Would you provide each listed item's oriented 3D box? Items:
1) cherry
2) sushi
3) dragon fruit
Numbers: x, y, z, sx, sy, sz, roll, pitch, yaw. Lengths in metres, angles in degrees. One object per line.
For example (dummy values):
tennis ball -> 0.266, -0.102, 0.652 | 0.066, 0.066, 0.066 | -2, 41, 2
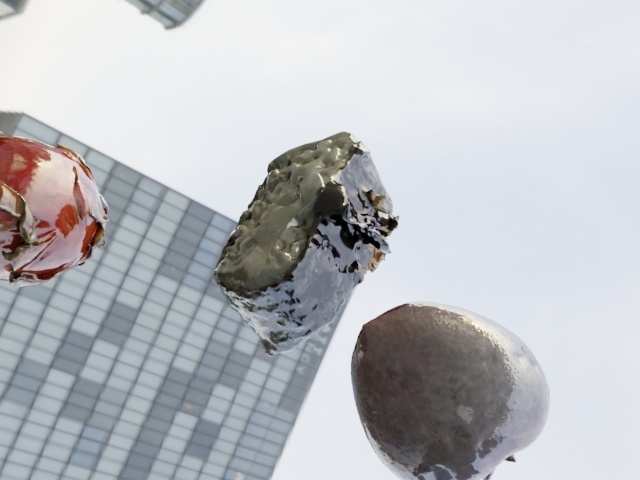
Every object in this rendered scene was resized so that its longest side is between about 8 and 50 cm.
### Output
cherry -> 0.149, 0.183, 0.961 | 0.213, 0.266, 0.183 | -43, -173, 12
sushi -> 0.000, 0.000, 1.250 | 0.234, 0.207, 0.348 | -4, -137, 42
dragon fruit -> -0.446, -0.044, 1.217 | 0.250, 0.315, 0.250 | 8, -77, 40
